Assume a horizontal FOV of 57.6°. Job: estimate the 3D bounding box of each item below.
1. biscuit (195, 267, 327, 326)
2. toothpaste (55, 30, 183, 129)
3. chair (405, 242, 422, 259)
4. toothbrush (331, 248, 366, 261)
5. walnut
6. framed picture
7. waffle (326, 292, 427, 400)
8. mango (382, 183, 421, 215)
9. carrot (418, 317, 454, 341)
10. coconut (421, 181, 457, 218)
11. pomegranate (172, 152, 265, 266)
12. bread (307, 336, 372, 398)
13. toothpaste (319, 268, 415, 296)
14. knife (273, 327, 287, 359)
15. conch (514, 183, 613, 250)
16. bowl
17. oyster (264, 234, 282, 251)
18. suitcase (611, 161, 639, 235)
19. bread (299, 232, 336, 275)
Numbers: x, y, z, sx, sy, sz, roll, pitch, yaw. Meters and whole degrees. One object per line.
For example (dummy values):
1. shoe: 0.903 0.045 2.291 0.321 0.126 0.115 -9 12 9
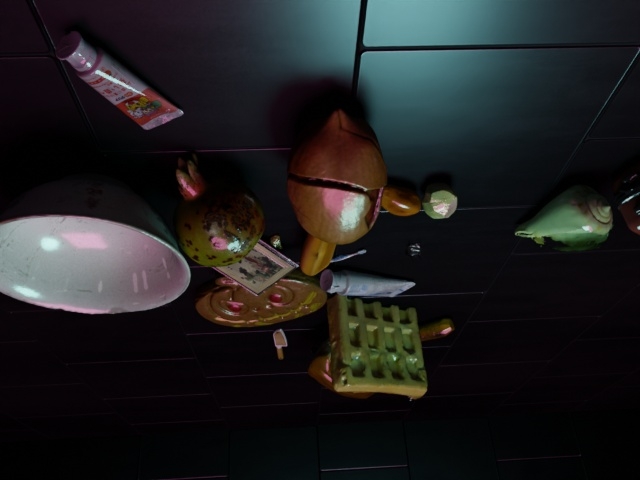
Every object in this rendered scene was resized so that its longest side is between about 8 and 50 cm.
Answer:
1. biscuit: -0.187 0.175 1.731 0.394 0.070 0.350 -20 146 26
2. toothpaste: -0.338 -0.262 0.987 0.089 0.057 0.234 -17 155 19
3. chair: 0.253 0.028 1.571 0.037 0.042 0.086 -1 -174 -2
4. toothbrush: 0.051 0.050 1.600 0.162 0.014 0.017 -19 161 24
5. walnut: 0.026 -0.124 1.125 0.202 0.203 0.298 -4 133 1
6. framed picture: -0.187 0.063 1.532 0.195 0.010 0.199 36 132 -22
7. waffle: 0.182 0.336 1.826 0.347 0.305 0.077 12 146 -29
8. mango: 0.177 -0.092 1.323 0.114 0.061 0.080 21 158 -39
9. carrot: 0.328 0.342 2.086 0.314 0.066 0.066 -21 146 28
10. coconut: 0.271 -0.090 1.326 0.083 0.081 0.082 23 107 -16
11. pomegranate: -0.224 -0.067 1.232 0.198 0.246 0.198 -22 -176 1
12. bread: 0.104 0.427 2.045 0.278 0.225 0.250 21 151 -7
13. toothpaste: 0.136 0.131 1.707 0.299 0.073 0.114 9 147 -35
14. knife: -0.144 0.377 2.131 0.046 0.022 0.256 4 146 3
15. conch: 0.597 -0.032 1.397 0.143 0.137 0.251 3 149 -14
16. bowl: -0.491 -0.014 1.243 0.433 0.196 0.435 -3 149 -2
17. oyster: -0.126 0.019 1.510 0.051 0.034 0.093 -11 146 -3
18. suitcase: 0.822 -0.116 1.260 0.236 0.161 0.297 15 144 -32
19. bread: 0.000 0.000 1.442 0.092 0.074 0.239 -32 160 -27
